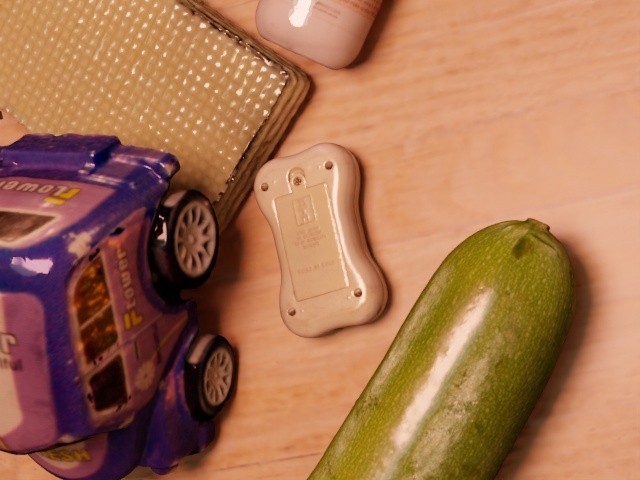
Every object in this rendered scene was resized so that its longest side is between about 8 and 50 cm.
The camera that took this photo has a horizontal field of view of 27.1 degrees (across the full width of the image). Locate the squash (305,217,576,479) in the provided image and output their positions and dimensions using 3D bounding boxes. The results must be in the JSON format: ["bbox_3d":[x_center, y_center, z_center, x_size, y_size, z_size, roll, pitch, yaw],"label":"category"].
[{"bbox_3d":[0.040,0.154,0.799,0.101,0.101,0.379,35,96,23],"label":"squash"}]

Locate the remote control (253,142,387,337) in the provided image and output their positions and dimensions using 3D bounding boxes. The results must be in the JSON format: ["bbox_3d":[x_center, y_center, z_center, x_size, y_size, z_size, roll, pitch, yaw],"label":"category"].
[{"bbox_3d":[0.000,0.000,0.865,0.074,0.032,0.122,-16,79,23],"label":"remote control"}]

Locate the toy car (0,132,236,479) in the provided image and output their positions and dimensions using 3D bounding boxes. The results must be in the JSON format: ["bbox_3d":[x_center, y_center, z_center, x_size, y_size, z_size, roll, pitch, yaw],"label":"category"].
[{"bbox_3d":[-0.165,0.060,0.849,0.172,0.158,0.235,3,117,26],"label":"toy car"}]

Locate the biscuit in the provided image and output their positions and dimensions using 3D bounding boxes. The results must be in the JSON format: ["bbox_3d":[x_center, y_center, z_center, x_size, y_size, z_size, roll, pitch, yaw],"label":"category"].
[{"bbox_3d":[-0.139,-0.115,0.929,0.252,0.052,0.150,36,105,21],"label":"biscuit"}]

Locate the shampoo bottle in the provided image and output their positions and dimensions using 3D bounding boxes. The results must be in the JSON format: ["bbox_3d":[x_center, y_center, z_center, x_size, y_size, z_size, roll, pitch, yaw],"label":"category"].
[{"bbox_3d":[0.024,-0.207,0.848,0.074,0.074,0.192,27,98,25],"label":"shampoo bottle"}]
